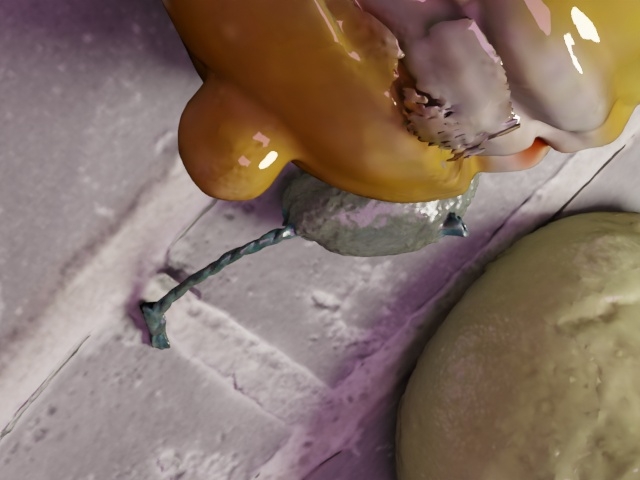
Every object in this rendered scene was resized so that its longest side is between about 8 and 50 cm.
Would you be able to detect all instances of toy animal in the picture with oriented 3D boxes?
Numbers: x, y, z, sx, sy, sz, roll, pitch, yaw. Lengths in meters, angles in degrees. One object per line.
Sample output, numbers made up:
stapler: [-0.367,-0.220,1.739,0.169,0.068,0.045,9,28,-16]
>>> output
toy animal: [-0.004,-0.003,0.677,0.252,0.070,0.079,-25,109,-9]

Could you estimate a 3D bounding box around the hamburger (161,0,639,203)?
hamburger: [0.028,-0.139,0.504,0.236,0.276,0.276,-28,128,15]

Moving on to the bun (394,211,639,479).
bun: [0.247,0.165,0.811,0.364,0.202,0.365,-12,119,-22]
